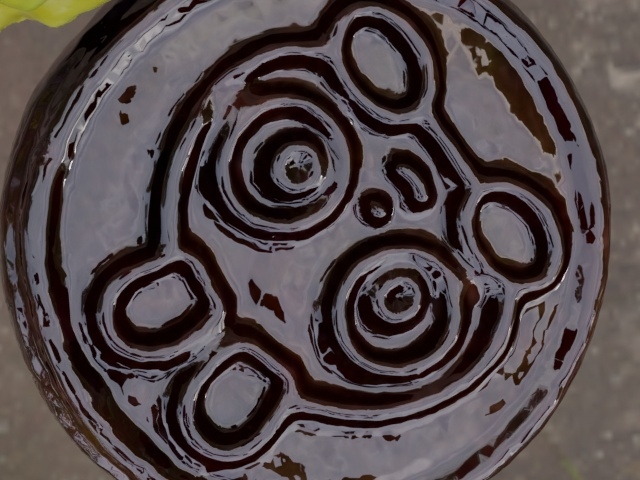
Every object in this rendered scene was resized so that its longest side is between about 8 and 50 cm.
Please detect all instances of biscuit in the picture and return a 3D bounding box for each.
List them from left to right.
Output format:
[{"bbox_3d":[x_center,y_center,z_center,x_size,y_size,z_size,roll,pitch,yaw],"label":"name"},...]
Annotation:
[{"bbox_3d":[0.000,0.000,1.249,0.407,0.407,0.091,14,-178,-18],"label":"biscuit"}]

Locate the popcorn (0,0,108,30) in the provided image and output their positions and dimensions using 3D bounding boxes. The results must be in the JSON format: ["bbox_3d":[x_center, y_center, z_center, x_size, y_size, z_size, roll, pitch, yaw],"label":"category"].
[{"bbox_3d":[-0.152,-0.170,0.641,0.235,0.250,0.241,-35,162,32],"label":"popcorn"}]
